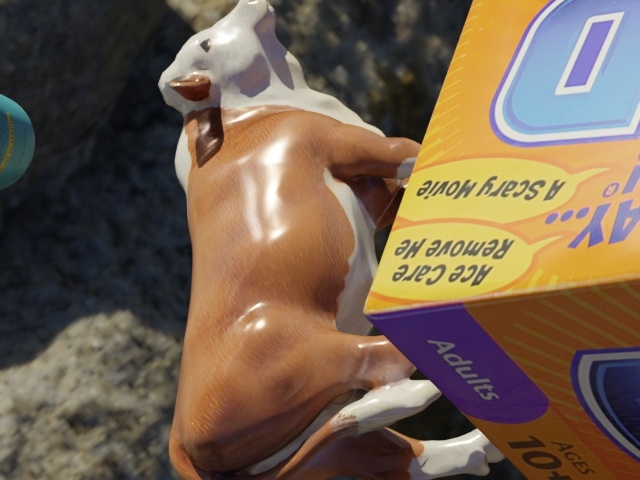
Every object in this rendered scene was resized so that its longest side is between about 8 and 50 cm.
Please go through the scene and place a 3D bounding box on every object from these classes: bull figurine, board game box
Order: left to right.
[{"bbox_3d":[0.000,0.000,0.925,0.101,0.188,0.310,72,16,-55],"label":"bull figurine"},{"bbox_3d":[0.302,-0.032,0.741,0.356,0.357,0.356,45,51,-33],"label":"board game box"}]

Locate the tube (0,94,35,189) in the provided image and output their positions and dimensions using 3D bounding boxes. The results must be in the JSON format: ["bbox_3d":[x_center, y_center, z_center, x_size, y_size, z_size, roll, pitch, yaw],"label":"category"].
[{"bbox_3d":[-0.195,-0.055,0.830,0.207,0.052,0.080,6,90,-80],"label":"tube"}]
